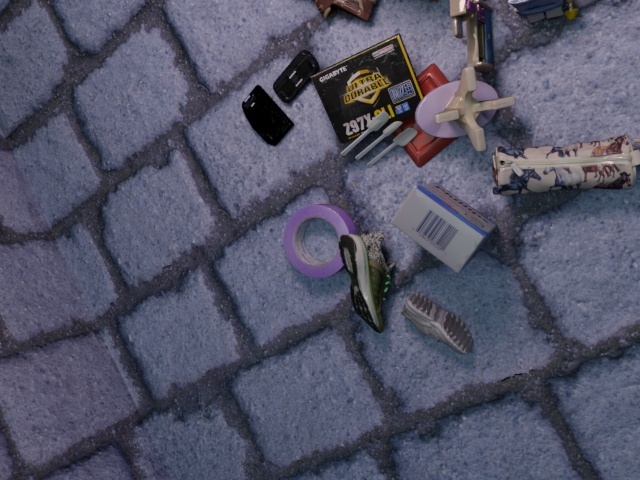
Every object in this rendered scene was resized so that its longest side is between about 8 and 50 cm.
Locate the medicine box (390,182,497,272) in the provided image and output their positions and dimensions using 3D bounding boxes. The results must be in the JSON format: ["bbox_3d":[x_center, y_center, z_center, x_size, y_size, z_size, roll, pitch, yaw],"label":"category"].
[{"bbox_3d":[0.406,-0.053,1.753,0.263,0.289,0.149,38,112,15],"label":"medicine box"}]

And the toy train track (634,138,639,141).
[{"bbox_3d":[0.970,-0.283,1.626,0.048,0.014,0.084,5,99,23],"label":"toy train track"}]

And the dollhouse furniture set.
[{"bbox_3d":[0.581,-0.639,1.601,0.303,0.286,0.198,-2,96,35],"label":"dollhouse furniture set"}]

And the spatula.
[{"bbox_3d":[0.198,-0.338,1.869,0.242,0.168,0.019,-38,45,41],"label":"spatula"}]

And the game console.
[{"bbox_3d":[-0.139,-0.553,2.064,0.361,0.044,0.213,-44,81,23],"label":"game console"}]

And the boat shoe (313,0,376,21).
[{"bbox_3d":[0.029,-0.849,1.911,0.341,0.123,0.123,20,104,13],"label":"boat shoe"}]

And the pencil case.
[{"bbox_3d":[0.734,-0.225,1.646,0.409,0.183,0.160,-1,96,23],"label":"pencil case"}]

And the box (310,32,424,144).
[{"bbox_3d":[0.165,-0.501,1.816,0.321,0.079,0.257,-18,112,22],"label":"box"}]

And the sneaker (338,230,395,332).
[{"bbox_3d":[0.204,0.145,1.947,0.181,0.158,0.411,-21,113,-17],"label":"sneaker"}]

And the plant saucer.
[{"bbox_3d":[0.358,-0.429,1.858,0.259,0.047,0.259,-39,81,24],"label":"plant saucer"}]

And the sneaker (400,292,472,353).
[{"bbox_3d":[0.412,0.303,1.921,0.281,0.105,0.115,41,140,12],"label":"sneaker"}]

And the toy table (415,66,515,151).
[{"bbox_3d":[0.453,-0.409,1.699,0.274,0.161,0.252,-26,107,-1],"label":"toy table"}]

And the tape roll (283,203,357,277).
[{"bbox_3d":[0.000,0.000,2.048,0.274,0.090,0.275,3,97,24],"label":"tape roll"}]
